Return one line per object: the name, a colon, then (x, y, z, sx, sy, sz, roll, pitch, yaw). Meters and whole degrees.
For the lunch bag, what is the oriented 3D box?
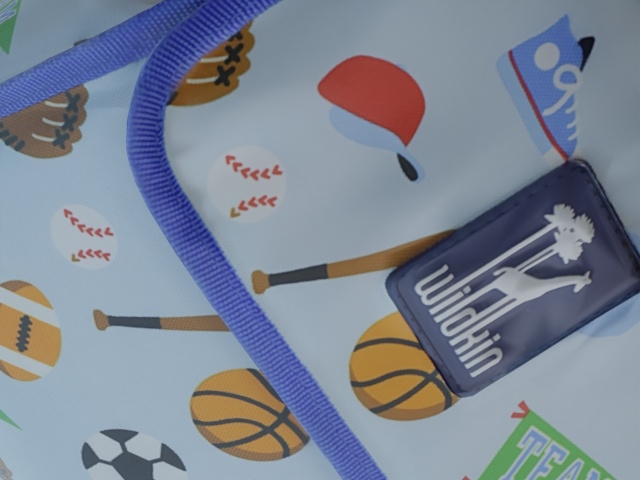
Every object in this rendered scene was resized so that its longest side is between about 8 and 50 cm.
lunch bag: (0.000, 0.000, 0.831, 0.328, 0.385, 0.239, 56, -145, -27)
